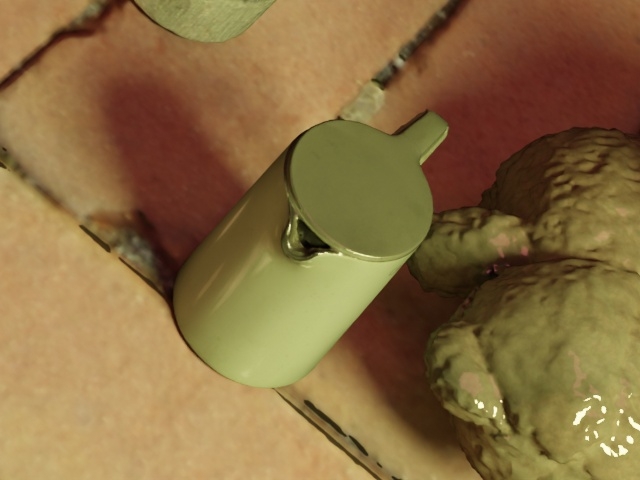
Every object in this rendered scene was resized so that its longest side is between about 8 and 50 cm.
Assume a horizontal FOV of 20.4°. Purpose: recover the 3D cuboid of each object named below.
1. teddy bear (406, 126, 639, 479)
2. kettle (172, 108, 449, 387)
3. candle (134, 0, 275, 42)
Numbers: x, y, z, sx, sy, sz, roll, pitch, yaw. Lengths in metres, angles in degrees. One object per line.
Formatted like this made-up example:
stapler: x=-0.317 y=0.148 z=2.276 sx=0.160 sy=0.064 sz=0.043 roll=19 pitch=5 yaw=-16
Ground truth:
teddy bear: x=0.158 y=0.051 z=1.048 sx=0.236 sy=0.151 sz=0.267 roll=27 pitch=49 yaw=-9
kettle: x=0.001 y=0.005 z=0.990 sx=0.127 sy=0.148 sz=0.098 roll=-4 pitch=61 yaw=-32
candle: x=-0.073 y=-0.225 z=1.153 sx=0.168 sy=0.068 sz=0.192 roll=43 pitch=47 yaw=-3
